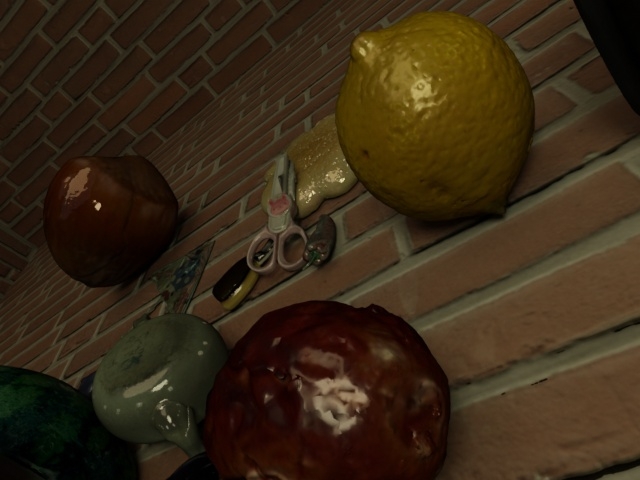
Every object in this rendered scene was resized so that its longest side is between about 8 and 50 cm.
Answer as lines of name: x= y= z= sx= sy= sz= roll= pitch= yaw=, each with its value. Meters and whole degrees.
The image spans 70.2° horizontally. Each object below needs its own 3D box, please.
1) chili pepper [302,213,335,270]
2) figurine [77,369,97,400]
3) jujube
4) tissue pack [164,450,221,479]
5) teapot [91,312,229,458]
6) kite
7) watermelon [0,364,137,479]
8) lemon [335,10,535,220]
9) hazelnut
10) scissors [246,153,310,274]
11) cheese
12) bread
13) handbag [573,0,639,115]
chili pepper: x=0.000 y=0.001 z=0.740 sx=0.050 sy=0.041 sz=0.153 roll=-10 pitch=25 yaw=16
figurine: x=-0.358 y=0.251 z=0.810 sx=0.195 sy=0.102 sz=0.111 roll=-45 pitch=8 yaw=5
jujube: x=-0.010 y=0.150 z=0.428 sx=0.290 sy=0.197 sz=0.197 roll=-28 pitch=31 yaw=57
tissue pack: x=-0.186 y=0.387 z=0.418 sx=0.332 sy=0.123 sz=0.245 roll=-40 pitch=28 yaw=8
teapot: x=-0.225 y=0.201 z=0.664 sx=0.193 sy=0.129 sz=0.294 roll=-31 pitch=32 yaw=-15
kite: x=-0.351 y=0.116 z=1.051 sx=0.314 sy=0.011 sz=0.335 roll=-49 pitch=30 yaw=-7
watermelon: x=-0.425 y=0.273 z=0.644 sx=0.319 sy=0.292 sz=0.222 roll=-17 pitch=15 yaw=15
lemon: x=0.133 y=-0.151 z=0.554 sx=0.228 sy=0.253 sz=0.228 roll=-28 pitch=23 yaw=13
hazelnut: x=-0.554 y=-0.054 z=1.209 sx=0.315 sy=0.372 sz=0.372 roll=16 pitch=55 yaw=8
scissors: x=-0.071 y=-0.054 z=0.824 sx=0.118 sy=0.030 sz=0.242 roll=-11 pitch=61 yaw=20
cheese: x=-0.130 y=0.051 z=0.839 sx=0.162 sy=0.036 sz=0.086 roll=-49 pitch=29 yaw=-7
bread: x=-0.008 y=-0.165 z=0.940 sx=0.316 sy=0.054 sz=0.316 roll=-30 pitch=33 yaw=22
handbag: x=0.318 y=-0.225 z=0.388 sx=0.178 sy=0.302 sz=0.275 roll=-42 pitch=28 yaw=18
